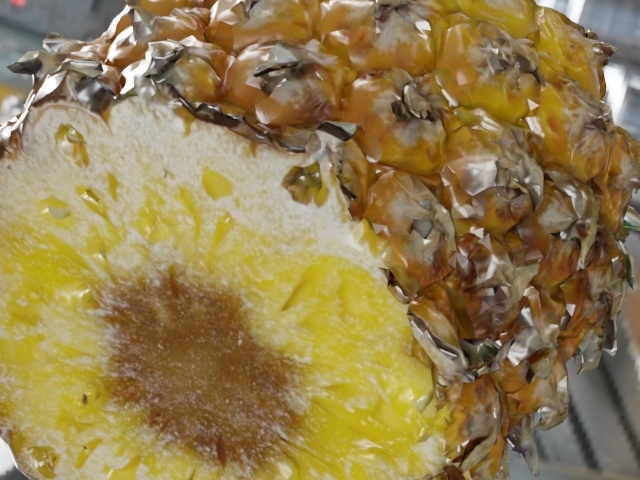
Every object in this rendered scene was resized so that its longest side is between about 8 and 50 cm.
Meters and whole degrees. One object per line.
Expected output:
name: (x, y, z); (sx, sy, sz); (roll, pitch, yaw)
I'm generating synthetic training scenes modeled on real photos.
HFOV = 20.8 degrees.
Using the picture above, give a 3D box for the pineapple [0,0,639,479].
pineapple: (0.002, -0.002, 0.914); (0.300, 0.352, 0.352); (-38, -17, -46)
